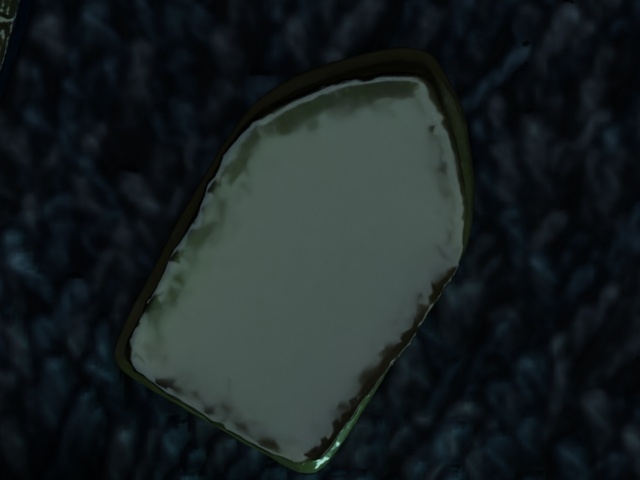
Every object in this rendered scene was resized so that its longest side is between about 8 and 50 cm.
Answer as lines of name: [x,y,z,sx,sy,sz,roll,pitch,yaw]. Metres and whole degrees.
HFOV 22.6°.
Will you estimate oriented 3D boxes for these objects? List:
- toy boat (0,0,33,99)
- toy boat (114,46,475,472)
toy boat: [-0.168,-0.072,0.675,0.046,0.080,0.229,23,91,33]
toy boat: [0.000,0.000,0.678,0.116,0.061,0.188,30,90,-1]
